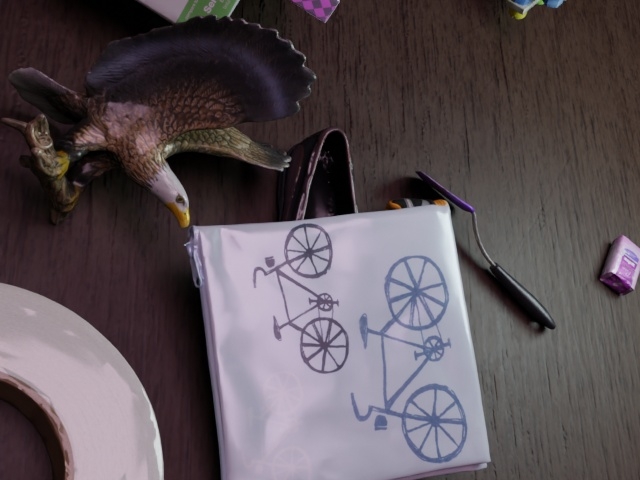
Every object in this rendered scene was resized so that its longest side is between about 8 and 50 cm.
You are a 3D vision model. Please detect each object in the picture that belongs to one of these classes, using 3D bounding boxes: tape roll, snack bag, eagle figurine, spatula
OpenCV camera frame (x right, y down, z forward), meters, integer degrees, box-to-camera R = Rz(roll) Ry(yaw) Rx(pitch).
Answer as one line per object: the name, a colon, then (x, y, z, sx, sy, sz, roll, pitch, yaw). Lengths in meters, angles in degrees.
tape roll: (-0.340, 0.226, 0.816, 0.392, 0.072, 0.392, 11, 63, -23)
snack bag: (0.026, 0.129, 1.004, 0.342, 0.037, 0.323, -6, 83, -23)
eagle figurine: (-0.177, -0.123, 0.980, 0.298, 0.226, 0.225, -31, 121, -18)
spatula: (0.233, 0.012, 1.228, 0.030, 0.084, 0.296, -38, 96, 1)

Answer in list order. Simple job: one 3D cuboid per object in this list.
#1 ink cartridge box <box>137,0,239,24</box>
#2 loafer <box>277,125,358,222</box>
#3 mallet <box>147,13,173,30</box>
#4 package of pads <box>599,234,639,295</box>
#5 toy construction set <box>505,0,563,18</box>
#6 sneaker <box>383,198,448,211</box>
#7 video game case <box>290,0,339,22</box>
ink cartridge box: (-0.203, -0.346, 1.089, 0.219, 0.092, 0.160, 31, 17, -14)
loafer: (0.000, 0.000, 1.081, 0.109, 0.095, 0.302, 8, 64, -24)
mallet: (-0.225, -0.213, 1.099, 0.062, 0.039, 0.189, 35, 60, -4)
package of pads: (0.462, 0.037, 1.347, 0.050, 0.032, 0.083, 35, 56, -6)
toy construction set: (0.359, -0.505, 1.467, 0.215, 0.151, 0.327, 28, 46, 15)
sneaker: (0.115, 0.038, 1.143, 0.083, 0.084, 0.215, 13, 58, -8)
video game case: (-0.103, -0.379, 1.134, 0.232, 0.042, 0.210, 26, 18, -30)
